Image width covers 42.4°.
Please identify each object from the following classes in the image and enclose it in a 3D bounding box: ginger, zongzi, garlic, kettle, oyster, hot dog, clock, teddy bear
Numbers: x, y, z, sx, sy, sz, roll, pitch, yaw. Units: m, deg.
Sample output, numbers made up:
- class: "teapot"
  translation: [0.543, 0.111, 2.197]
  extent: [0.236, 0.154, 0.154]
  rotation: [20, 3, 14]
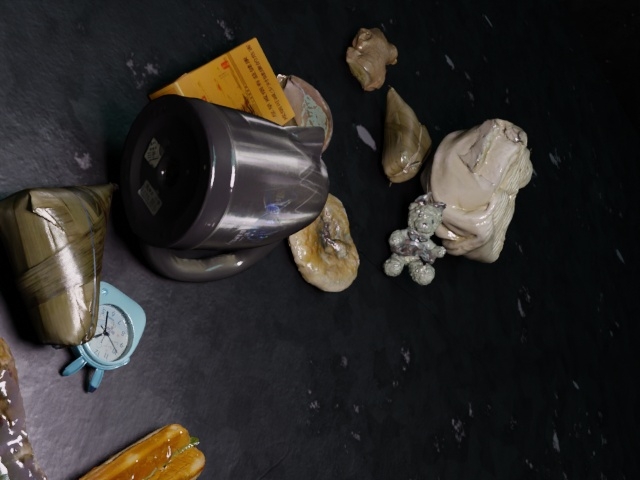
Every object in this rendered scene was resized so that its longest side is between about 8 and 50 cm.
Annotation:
- class: "ginger"
  translation: [0.128, -0.451, 1.989]
  extent: [0.213, 0.074, 0.137]
  rotation: [-54, 129, -43]
- class: "zongzi"
  translation: [0.183, -0.252, 1.959]
  extent: [0.197, 0.099, 0.194]
  rotation: [61, 32, -21]
- class: "garlic"
  translation: [-0.028, -0.252, 1.701]
  extent: [0.101, 0.087, 0.196]
  rotation: [-11, 88, -41]
- class: "kettle"
  translation: [-0.140, -0.059, 1.329]
  extent: [0.324, 0.321, 0.228]
  rotation: [3, 32, -47]
- class: "oyster"
  translation: [-0.386, 0.280, 0.985]
  extent: [0.197, 0.133, 0.337]
  rotation: [-5, 86, -61]
- class: "hot dog"
  translation: [-0.260, 0.345, 1.179]
  extent: [0.104, 0.076, 0.250]
  rotation: [54, 33, 5]
- class: "clock"
  translation: [-0.319, 0.141, 1.195]
  extent: [0.108, 0.045, 0.147]
  rotation: [43, 47, -34]
- class: "teddy bear"
  translation: [0.223, 0.003, 1.906]
  extent: [0.133, 0.111, 0.213]
  rotation: [22, 74, -4]
- class: "zongzi"
  translation: [-0.339, 0.029, 1.172]
  extent: [0.242, 0.112, 0.221]
  rotation: [-22, 99, -70]

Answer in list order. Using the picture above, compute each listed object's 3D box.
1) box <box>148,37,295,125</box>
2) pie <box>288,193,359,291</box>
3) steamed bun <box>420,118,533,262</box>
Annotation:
- class: "box"
  translation: [-0.172, -0.247, 1.511]
  extent: [0.174, 0.076, 0.274]
  rotation: [61, 38, -15]
- class: "pie"
  translation: [-0.003, 0.001, 1.664]
  extent: [0.185, 0.052, 0.218]
  rotation: [-12, 84, -49]
- class: "steamed bun"
  translation: [0.370, -0.144, 2.050]
  extent: [0.346, 0.237, 0.394]
  rotation: [-42, 146, -48]
